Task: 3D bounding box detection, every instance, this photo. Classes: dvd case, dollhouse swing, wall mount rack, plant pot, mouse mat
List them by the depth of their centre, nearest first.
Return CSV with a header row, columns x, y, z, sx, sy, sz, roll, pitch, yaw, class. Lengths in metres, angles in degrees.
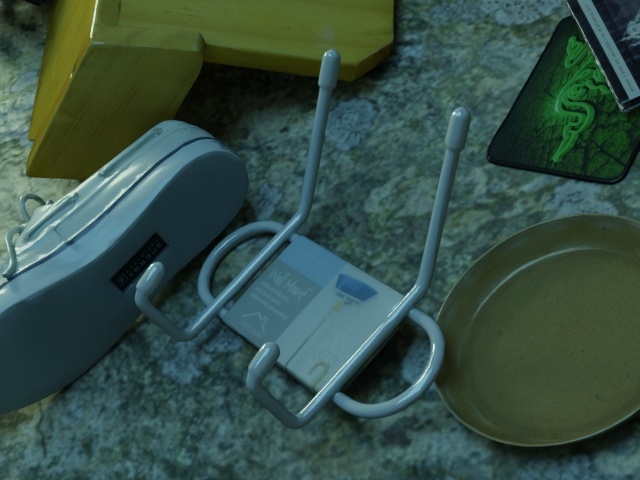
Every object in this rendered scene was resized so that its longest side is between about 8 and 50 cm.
x,y,z,sx,sy,sz,roll,pitch,yaw,class
0.208,0.080,1.529,0.236,0.032,0.236,-17,46,18,plant pot
0.000,0.000,1.631,0.304,0.130,0.350,-49,40,-9,wall mount rack
0.359,-0.219,1.695,0.221,0.018,0.164,-24,45,6,dvd case
0.256,-0.137,1.702,0.152,0.007,0.190,12,60,37,mouse mat
-0.118,-0.238,1.973,0.315,0.305,0.347,126,154,-45,dollhouse swing

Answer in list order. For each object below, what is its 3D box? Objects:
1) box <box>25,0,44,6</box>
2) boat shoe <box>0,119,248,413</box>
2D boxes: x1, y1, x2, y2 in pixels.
x,y,z,sx,sy,sz,roll,pitch,yaw,class
-0.366,-0.402,2.096,0.175,0.051,0.220,21,72,-2,box
-0.250,0.009,1.782,0.367,0.136,0.156,-45,44,-5,boat shoe
